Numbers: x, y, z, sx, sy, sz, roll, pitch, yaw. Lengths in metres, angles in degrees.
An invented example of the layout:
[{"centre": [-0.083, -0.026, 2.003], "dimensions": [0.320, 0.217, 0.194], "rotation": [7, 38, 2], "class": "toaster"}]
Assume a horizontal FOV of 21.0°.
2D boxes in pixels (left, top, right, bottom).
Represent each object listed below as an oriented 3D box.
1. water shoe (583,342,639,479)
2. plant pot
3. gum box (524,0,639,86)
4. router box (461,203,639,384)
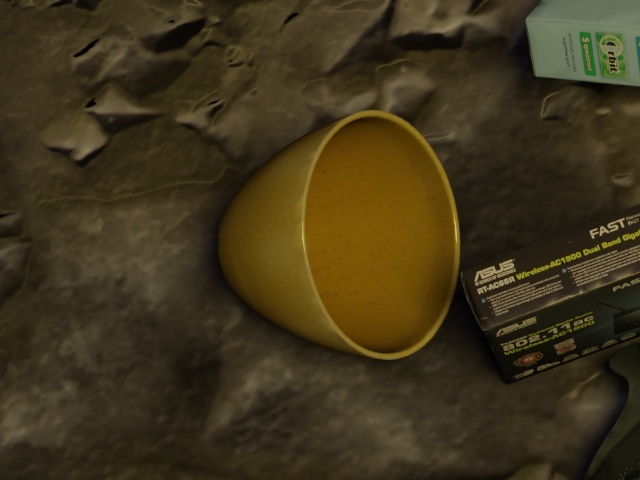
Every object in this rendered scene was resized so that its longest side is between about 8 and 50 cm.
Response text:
[{"centre": [0.173, 0.147, 0.877], "dimensions": [0.080, 0.073, 0.203], "rotation": [-4, 60, 37], "class": "water shoe"}, {"centre": [0.000, 0.000, 0.955], "dimensions": [0.095, 0.134, 0.134], "rotation": [-5, 63, 41], "class": "plant pot"}, {"centre": [0.228, -0.136, 0.935], "dimensions": [0.184, 0.041, 0.157], "rotation": [8, 40, 31], "class": "gum box"}, {"centre": [0.142, 0.027, 0.913], "dimensions": [0.122, 0.092, 0.038], "rotation": [-21, 63, 5], "class": "router box"}]
